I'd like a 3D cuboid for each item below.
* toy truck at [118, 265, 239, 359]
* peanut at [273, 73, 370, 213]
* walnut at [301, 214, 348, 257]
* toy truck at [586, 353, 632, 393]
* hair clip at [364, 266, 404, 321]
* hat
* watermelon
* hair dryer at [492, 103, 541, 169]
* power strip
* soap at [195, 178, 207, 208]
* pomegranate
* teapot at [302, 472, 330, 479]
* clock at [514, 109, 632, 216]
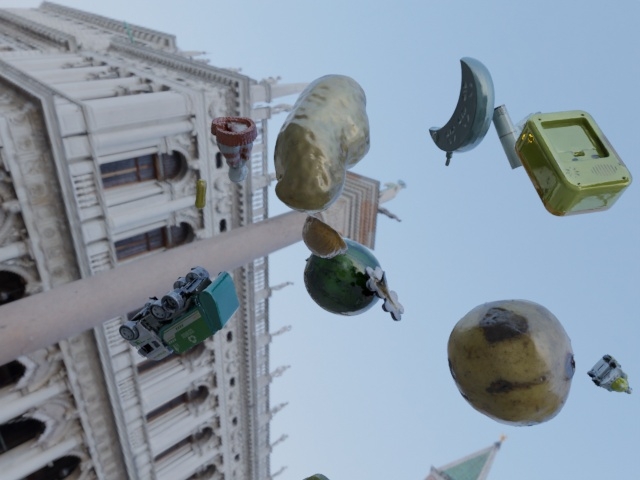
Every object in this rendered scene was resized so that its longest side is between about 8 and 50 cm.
[{"bbox_3d":[-0.272,0.144,0.948,0.253,0.114,0.124,-34,-79,29],"label":"toy truck"},{"bbox_3d":[0.006,-0.210,1.047,0.192,0.387,0.169,31,-36,-13],"label":"peanut"},{"bbox_3d":[-0.001,0.001,1.517,0.167,0.087,0.211,45,-8,-4],"label":"walnut"},{"bbox_3d":[0.709,0.333,1.174,0.077,0.111,0.076,39,-76,7],"label":"toy truck"},{"bbox_3d":[0.258,0.205,1.918,0.075,0.146,0.256,-21,-70,24],"label":"hair clip"},{"bbox_3d":[-0.212,-0.221,1.207,0.162,0.112,0.093,96,-10,-45],"label":"hat"},{"bbox_3d":[0.098,0.158,2.093,0.363,0.363,0.362,25,-55,41],"label":"watermelon"},{"bbox_3d":[0.507,-0.268,1.193,0.044,0.183,0.154,-19,-89,61],"label":"hair dryer"},{"bbox_3d":[0.337,-0.294,1.163,0.253,0.054,0.167,106,-25,-46],"label":"power strip"},{"bbox_3d":[-0.349,-0.136,1.417,0.012,0.034,0.089,30,-62,51],"label":"soap"},{"bbox_3d":[0.418,0.257,1.069,0.281,0.281,0.281,25,-55,41],"label":"pomegranate"},{"bbox_3d":[-0.012,0.635,1.165,0.119,0.130,0.165,17,-76,43],"label":"teapot"},{"bbox_3d":[0.481,-0.151,0.937,0.096,0.144,0.202,96,-14,-55],"label":"clock"}]
